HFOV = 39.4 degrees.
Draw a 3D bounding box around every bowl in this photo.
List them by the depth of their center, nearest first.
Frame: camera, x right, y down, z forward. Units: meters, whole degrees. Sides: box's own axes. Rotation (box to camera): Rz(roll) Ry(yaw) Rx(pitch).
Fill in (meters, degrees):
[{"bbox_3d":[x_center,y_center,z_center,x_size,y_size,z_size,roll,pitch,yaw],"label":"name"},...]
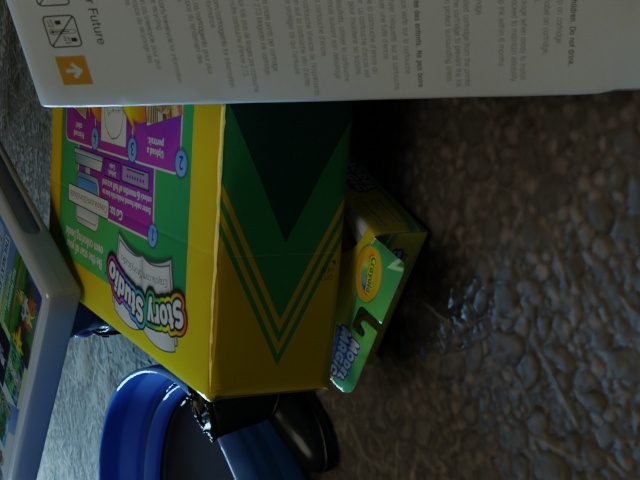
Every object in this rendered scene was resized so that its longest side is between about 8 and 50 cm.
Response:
[{"bbox_3d":[-0.115,0.313,0.891,0.391,0.077,0.390,13,106,54],"label":"bowl"}]

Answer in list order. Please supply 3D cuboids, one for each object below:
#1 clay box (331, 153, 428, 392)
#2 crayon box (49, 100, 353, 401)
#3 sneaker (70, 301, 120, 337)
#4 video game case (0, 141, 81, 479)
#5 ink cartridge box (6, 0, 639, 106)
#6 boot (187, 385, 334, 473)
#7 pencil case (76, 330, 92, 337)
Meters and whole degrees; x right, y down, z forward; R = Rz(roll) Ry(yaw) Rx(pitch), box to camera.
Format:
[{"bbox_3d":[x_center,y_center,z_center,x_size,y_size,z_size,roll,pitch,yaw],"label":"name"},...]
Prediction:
[{"bbox_3d":[0.000,0.000,0.692,0.222,0.053,0.127,50,132,40],"label":"clay box"},{"bbox_3d":[-0.115,-0.080,0.716,0.363,0.106,0.312,20,109,55],"label":"crayon box"},{"bbox_3d":[-0.291,0.052,1.024,0.226,0.164,0.086,26,122,46],"label":"sneaker"},{"bbox_3d":[-0.345,0.060,0.935,0.300,0.036,0.329,53,136,31],"label":"video game case"},{"bbox_3d":[0.013,-0.158,0.441,0.069,0.371,0.175,-71,-21,-51],"label":"ink cartridge box"},{"bbox_3d":[-0.051,0.147,0.749,0.045,0.099,0.121,-49,55,49],"label":"boot"},{"bbox_3d":[-0.345,0.092,1.202,0.152,0.065,0.070,-3,108,55],"label":"pencil case"}]
